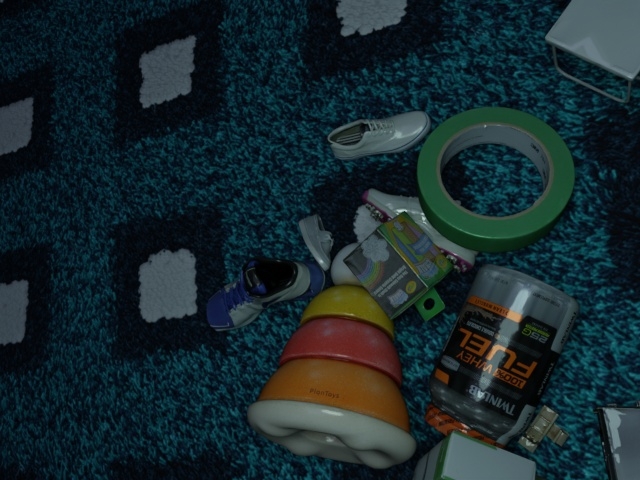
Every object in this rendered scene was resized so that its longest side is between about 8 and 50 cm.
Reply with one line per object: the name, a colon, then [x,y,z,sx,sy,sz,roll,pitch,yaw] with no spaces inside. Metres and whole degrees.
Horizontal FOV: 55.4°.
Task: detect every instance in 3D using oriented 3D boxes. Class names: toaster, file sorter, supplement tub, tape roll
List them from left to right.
tape roll: [0.368,-0.134,1.303,0.321,0.077,0.321,-4,64,8]
supplement tub: [0.347,0.233,1.201,0.207,0.207,0.338,23,88,28]
file sorter: [0.636,-0.454,1.258,0.193,0.173,0.278,38,95,26]
toaster: [0.559,0.381,1.087,0.110,0.168,0.186,-10,72,22]

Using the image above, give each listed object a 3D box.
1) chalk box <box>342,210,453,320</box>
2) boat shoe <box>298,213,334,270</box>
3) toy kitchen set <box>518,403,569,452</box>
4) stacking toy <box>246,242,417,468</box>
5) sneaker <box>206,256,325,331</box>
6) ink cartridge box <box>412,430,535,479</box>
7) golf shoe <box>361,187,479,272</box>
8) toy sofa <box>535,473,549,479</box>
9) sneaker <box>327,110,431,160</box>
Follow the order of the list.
chalk box: [0.181,0.069,1.294,0.213,0.132,0.132,51,129,8]
boat shoe: [0.000,0.000,1.481,0.063,0.066,0.184,-31,34,6]
toy kitchen set: [0.444,0.378,1.193,0.068,0.075,0.083,34,97,27]
stacking toy: [0.062,0.220,1.330,0.350,0.350,0.480,0,59,25]
sneaker: [-0.164,0.111,1.483,0.315,0.182,0.127,-23,67,18]
ink cartridge box: [0.272,0.450,1.127,0.160,0.219,0.092,21,56,3]
golf shoe: [0.238,-0.052,1.390,0.306,0.115,0.140,33,82,21]
toy sofa: [0.402,0.629,1.109,0.177,0.150,0.362,18,85,22]
sneaker: [0.139,-0.258,1.485,0.258,0.091,0.094,-17,71,21]
